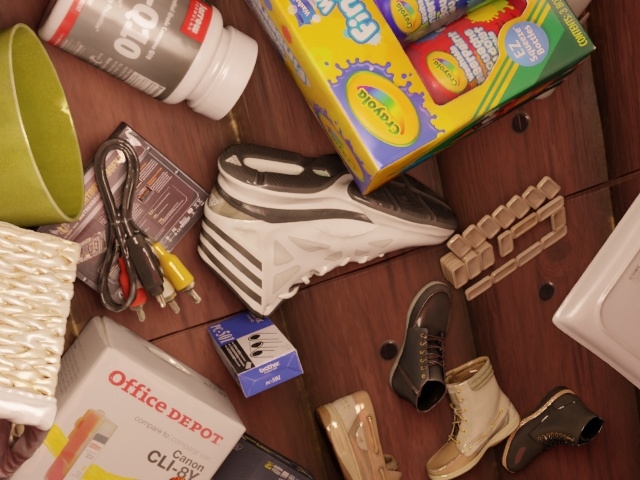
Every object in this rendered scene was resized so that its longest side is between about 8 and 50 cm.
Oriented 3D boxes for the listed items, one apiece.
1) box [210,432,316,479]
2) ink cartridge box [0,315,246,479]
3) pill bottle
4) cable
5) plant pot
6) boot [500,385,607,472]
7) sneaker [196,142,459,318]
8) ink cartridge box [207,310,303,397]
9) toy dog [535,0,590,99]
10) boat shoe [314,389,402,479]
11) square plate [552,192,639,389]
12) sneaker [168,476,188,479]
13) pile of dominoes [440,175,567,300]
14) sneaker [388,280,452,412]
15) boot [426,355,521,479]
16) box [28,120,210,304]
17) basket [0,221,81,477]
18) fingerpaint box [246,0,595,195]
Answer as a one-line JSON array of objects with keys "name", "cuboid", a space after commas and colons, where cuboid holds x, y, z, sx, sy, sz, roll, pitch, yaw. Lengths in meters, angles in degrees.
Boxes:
[{"name": "box", "cuboid": [-0.143, 0.438, 1.674, 0.232, 0.059, 0.183, 38, 90, -27]}, {"name": "ink cartridge box", "cuboid": [-0.347, 0.356, 1.525, 0.279, 0.160, 0.385, 36, 90, -25]}, {"name": "pill bottle", "cuboid": [-0.242, -0.297, 1.387, 0.283, 0.161, 0.161, 26, 94, -24]}, {"name": "cable", "cuboid": [-0.293, -0.009, 1.459, 0.139, 0.072, 0.287, -19, 98, 4]}, {"name": "plant pot", "cuboid": [-0.507, -0.125, 1.307, 0.293, 0.275, 0.275, -13, 109, 1]}, {"name": "boot", "cuboid": [0.439, 0.379, 1.833, 0.077, 0.137, 0.198, 37, 90, -24]}, {"name": "sneaker", "cuboid": [-0.001, -0.001, 1.589, 0.447, 0.169, 0.257, 8, 122, -29]}, {"name": "ink cartridge box", "cuboid": [-0.108, 0.173, 1.538, 0.097, 0.207, 0.046, -22, 111, -14]}, {"name": "toy dog", "cuboid": [0.393, -0.423, 1.618, 0.220, 0.161, 0.334, 31, 107, -27]}, {"name": "boat shoe", "cuboid": [0.097, 0.432, 1.730, 0.110, 0.121, 0.341, -24, 110, -12]}, {"name": "square plate", "cuboid": [0.670, 0.107, 1.892, 0.344, 0.049, 0.347, 35, 90, -25]}, {"name": "sneaker", "cuboid": [-0.254, 0.437, 1.462, 0.175, 0.064, 0.067, -39, 127, -5]}, {"name": "pile of dominoes", "cuboid": [0.327, -0.013, 1.721, 0.251, 0.040, 0.196, -33, 141, -9]}, {"name": "sneaker", "cuboid": [0.200, 0.189, 1.704, 0.083, 0.118, 0.222, 12, 100, -22]}, {"name": "boot", "cuboid": [0.258, 0.330, 1.787, 0.213, 0.077, 0.165, -35, 114, -14]}, {"name": "box", "cuboid": [-0.308, -0.037, 1.491, 0.183, 0.056, 0.231, 40, 88, -24]}, {"name": "basket", "cuboid": [-0.522, 0.136, 1.279, 0.331, 0.328, 0.266, 15, 60, -21]}, {"name": "fingerpaint box", "cuboid": [0.112, -0.354, 1.402, 0.371, 0.163, 0.445, -29, 84, -10]}]
